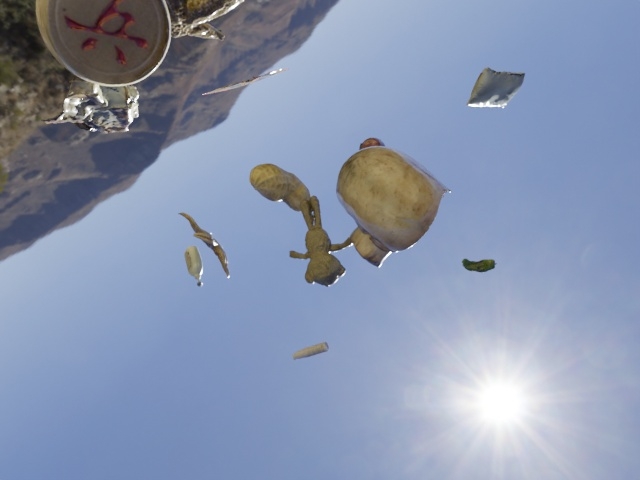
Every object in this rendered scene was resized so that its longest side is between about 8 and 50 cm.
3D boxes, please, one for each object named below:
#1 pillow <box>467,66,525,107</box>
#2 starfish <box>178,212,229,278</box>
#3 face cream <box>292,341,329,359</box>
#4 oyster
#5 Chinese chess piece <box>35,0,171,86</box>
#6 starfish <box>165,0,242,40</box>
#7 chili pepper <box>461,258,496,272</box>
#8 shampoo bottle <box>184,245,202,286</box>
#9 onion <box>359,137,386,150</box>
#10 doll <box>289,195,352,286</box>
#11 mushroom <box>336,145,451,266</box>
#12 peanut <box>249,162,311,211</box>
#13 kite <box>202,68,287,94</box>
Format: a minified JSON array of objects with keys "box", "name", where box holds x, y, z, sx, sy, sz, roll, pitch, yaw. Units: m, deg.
[{"box":[0.560,-0.482,1.577,0.229,0.128,0.051,-10,-131,-38],"name":"pillow"},{"box":[-0.390,0.009,1.722,0.062,0.277,0.236,-41,-175,-9],"name":"starfish"},{"box":[-0.036,0.378,1.689,0.130,0.034,0.034,-22,-151,17],"name":"face cream"},{"box":[-0.535,-0.319,1.237,0.201,0.107,0.354,-33,-171,5],"name":"oyster"},{"box":[-0.431,-0.440,0.998,0.250,0.249,0.103,-40,-138,-5],"name":"Chinese chess piece"},{"box":[-0.406,-0.648,1.316,0.324,0.432,0.082,-41,-125,50],"name":"starfish"},{"box":[0.419,0.065,1.312,0.091,0.034,0.030,1,-133,9],"name":"chili pepper"},{"box":[-0.454,0.096,1.795,0.077,0.045,0.152,-53,-133,37],"name":"shampoo bottle"},{"box":[0.187,-0.232,1.438,0.140,0.150,0.150,-12,-148,13],"name":"onion"},{"box":[-0.017,0.006,1.562,0.203,0.286,0.091,-35,161,-15],"name":"doll"},{"box":[0.110,-0.075,0.918,0.195,0.189,0.254,-49,176,16],"name":"mushroom"},{"box":[-0.156,-0.216,2.043,0.147,0.306,0.147,-21,-120,41],"name":"peanut"},{"box":[-0.297,-0.632,1.984,0.378,0.013,0.327,-23,-162,-16],"name":"kite"}]
